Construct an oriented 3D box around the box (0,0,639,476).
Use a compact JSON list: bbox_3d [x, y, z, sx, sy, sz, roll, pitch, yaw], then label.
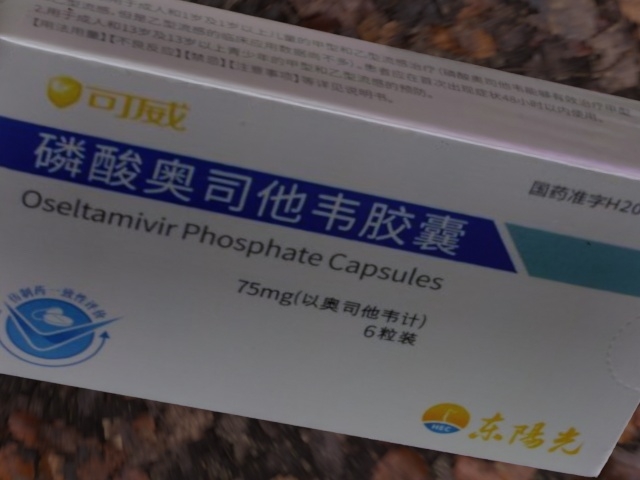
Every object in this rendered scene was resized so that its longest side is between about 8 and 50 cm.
[{"bbox_3d":[0.000,0.000,0.888,0.343,0.065,0.200,11,131,-11],"label":"box"}]
